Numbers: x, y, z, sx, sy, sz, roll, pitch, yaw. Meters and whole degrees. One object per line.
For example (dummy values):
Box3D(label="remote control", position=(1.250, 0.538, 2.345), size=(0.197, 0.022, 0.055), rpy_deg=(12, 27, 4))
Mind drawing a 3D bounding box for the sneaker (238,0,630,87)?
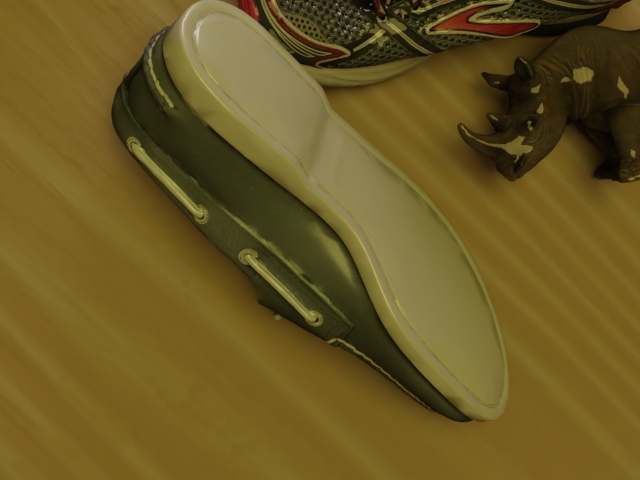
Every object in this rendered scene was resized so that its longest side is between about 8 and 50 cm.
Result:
Box3D(label="sneaker", position=(0.091, -0.181, 0.639), size=(0.299, 0.112, 0.121), rpy_deg=(-17, 92, -15))

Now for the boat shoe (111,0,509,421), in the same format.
Box3D(label="boat shoe", position=(0.000, 0.000, 0.627), size=(0.319, 0.099, 0.116), rpy_deg=(48, 38, -19))

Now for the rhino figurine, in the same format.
Box3D(label="rhino figurine", position=(0.199, -0.094, 0.682), size=(0.243, 0.073, 0.106), rpy_deg=(-11, 96, -17))
